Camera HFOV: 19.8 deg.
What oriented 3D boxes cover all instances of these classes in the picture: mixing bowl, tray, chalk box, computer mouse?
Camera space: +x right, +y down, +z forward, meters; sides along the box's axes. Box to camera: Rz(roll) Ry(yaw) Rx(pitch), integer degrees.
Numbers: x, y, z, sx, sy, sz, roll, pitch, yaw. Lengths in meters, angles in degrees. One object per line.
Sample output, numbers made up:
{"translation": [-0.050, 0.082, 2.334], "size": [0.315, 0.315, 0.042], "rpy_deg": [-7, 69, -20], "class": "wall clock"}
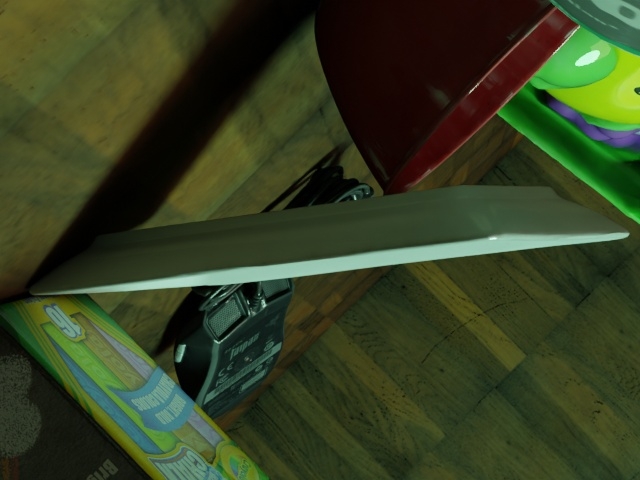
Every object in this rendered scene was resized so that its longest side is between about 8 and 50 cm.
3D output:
{"translation": [0.063, -0.116, 0.899], "size": [0.181, 0.098, 0.181], "rpy_deg": [-44, 174, -6], "class": "mixing bowl"}
{"translation": [0.000, 0.000, 0.903], "size": [0.270, 0.030, 0.145], "rpy_deg": [-7, 178, 33], "class": "tray"}
{"translation": [-0.115, 0.145, 0.936], "size": [0.132, 0.213, 0.132], "rpy_deg": [-46, 174, 12], "class": "chalk box"}
{"translation": [-0.044, 0.033, 1.449], "size": [0.184, 0.060, 0.262], "rpy_deg": [-38, 161, -23], "class": "computer mouse"}

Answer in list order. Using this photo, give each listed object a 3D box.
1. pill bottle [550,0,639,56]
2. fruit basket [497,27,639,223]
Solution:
{"translation": [0.137, -0.164, 0.546], "size": [0.204, 0.204, 0.361], "rpy_deg": [-45, 174, 5], "class": "pill bottle"}
{"translation": [0.252, -0.167, 1.209], "size": [0.392, 0.283, 0.392], "rpy_deg": [-52, -171, 12], "class": "fruit basket"}
